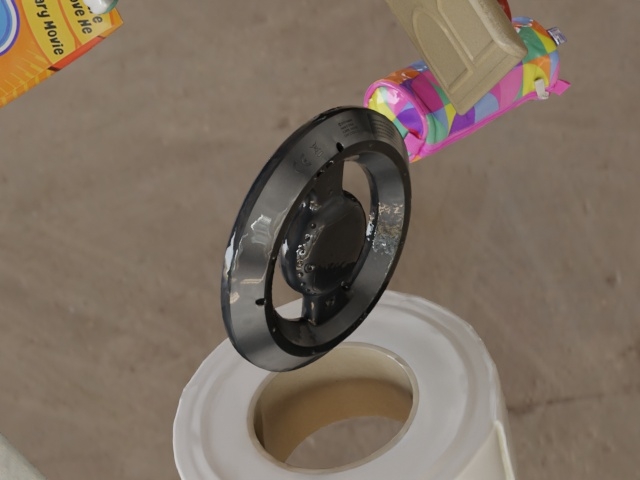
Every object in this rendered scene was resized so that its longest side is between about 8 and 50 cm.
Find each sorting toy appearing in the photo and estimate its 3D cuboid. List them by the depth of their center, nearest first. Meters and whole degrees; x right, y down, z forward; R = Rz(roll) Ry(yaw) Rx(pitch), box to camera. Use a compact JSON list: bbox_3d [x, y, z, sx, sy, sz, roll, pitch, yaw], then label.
[{"bbox_3d":[0.065,-0.258,1.412,0.041,0.229,0.307,-32,87,-9],"label":"sorting toy"}]

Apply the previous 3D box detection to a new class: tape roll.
[{"bbox_3d":[0.022,0.173,1.477,0.286,0.100,0.286,-10,40,8],"label":"tape roll"}]

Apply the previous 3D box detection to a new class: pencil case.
[{"bbox_3d":[0.156,-0.161,1.827,0.236,0.104,0.104,-27,45,-33],"label":"pencil case"}]

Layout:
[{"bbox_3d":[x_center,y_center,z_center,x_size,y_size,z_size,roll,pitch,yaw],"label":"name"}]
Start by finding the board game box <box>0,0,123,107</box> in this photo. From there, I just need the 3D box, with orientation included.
[{"bbox_3d":[-0.449,-0.252,1.508,0.356,0.356,0.356,-35,20,-12],"label":"board game box"}]

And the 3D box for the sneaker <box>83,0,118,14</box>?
[{"bbox_3d":[-0.091,-0.154,0.589,0.076,0.166,0.065,14,38,-3],"label":"sneaker"}]

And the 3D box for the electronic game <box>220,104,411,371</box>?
[{"bbox_3d":[0.000,0.000,1.403,0.048,0.229,0.229,25,59,33],"label":"electronic game"}]

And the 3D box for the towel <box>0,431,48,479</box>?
[{"bbox_3d":[-0.344,0.356,1.634,0.056,0.324,0.312,9,52,40],"label":"towel"}]
